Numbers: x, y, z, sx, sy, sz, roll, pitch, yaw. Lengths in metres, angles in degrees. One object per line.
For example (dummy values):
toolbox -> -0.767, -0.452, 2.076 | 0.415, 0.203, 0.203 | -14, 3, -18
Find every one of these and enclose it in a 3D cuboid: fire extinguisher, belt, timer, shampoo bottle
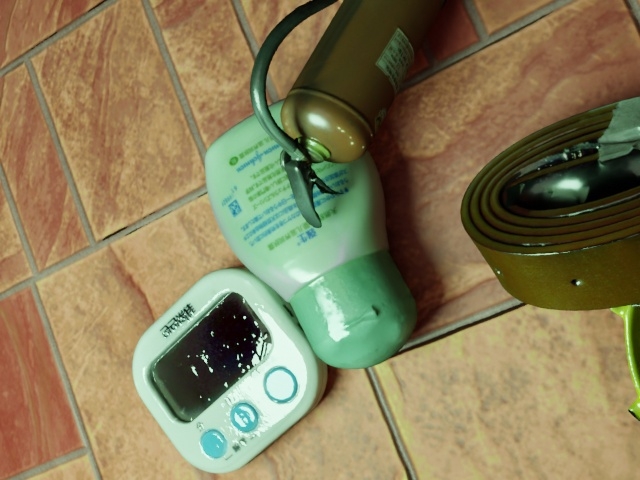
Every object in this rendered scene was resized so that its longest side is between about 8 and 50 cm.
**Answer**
fire extinguisher -> 0.021, -0.220, 1.003 | 0.113, 0.200, 0.376 | -2, 58, 59
belt -> 0.330, -0.044, 0.924 | 0.339, 0.122, 0.217 | -18, 41, 29
timer -> -0.125, 0.178, 1.188 | 0.262, 0.087, 0.237 | -42, 75, 17
shampoo bottle -> 0.000, 0.000, 1.099 | 0.222, 0.151, 0.349 | -30, 78, 8

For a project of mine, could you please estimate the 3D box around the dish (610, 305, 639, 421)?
dish -> 0.462, 0.107, 0.925 | 0.263, 0.108, 0.221 | -12, 86, 22
